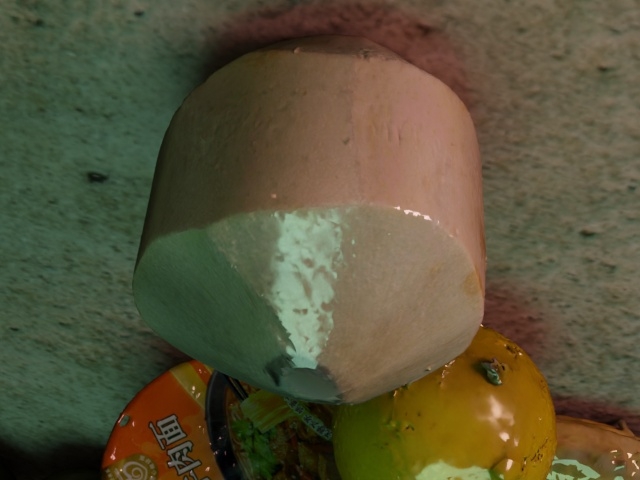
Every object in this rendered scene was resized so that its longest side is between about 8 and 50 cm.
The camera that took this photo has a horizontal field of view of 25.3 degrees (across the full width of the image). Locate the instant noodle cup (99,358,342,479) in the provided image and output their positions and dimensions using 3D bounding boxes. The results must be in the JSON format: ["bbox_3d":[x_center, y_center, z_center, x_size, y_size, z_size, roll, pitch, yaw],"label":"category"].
[{"bbox_3d":[-0.083,0.235,1.233,0.230,0.230,0.182,16,152,-7],"label":"instant noodle cup"}]

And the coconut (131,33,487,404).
[{"bbox_3d":[-0.004,0.000,0.889,0.241,0.241,0.241,7,143,5],"label":"coconut"}]

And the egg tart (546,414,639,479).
[{"bbox_3d":[0.201,0.302,1.294,0.388,0.169,0.388,11,144,8],"label":"egg tart"}]

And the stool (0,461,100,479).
[{"bbox_3d":[-0.262,0.307,1.391,0.264,0.179,0.179,6,143,5],"label":"stool"}]

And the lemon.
[{"bbox_3d":[0.092,0.148,1.105,0.173,0.173,0.206,18,163,-10],"label":"lemon"}]
